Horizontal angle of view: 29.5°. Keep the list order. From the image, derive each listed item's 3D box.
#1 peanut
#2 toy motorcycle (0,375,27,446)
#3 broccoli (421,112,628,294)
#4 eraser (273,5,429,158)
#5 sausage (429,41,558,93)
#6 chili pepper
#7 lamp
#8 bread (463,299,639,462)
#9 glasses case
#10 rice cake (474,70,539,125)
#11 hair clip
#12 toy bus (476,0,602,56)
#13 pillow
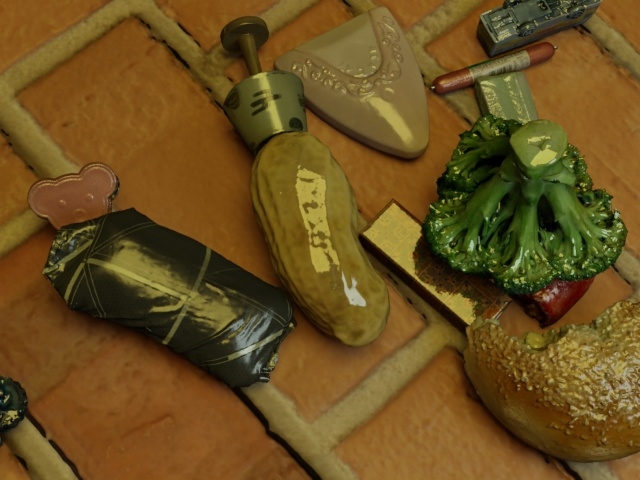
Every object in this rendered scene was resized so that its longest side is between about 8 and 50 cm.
[{"bbox_3d":[0.000,0.000,1.632,0.147,0.147,0.305,-16,76,-13],"label":"peanut"},{"bbox_3d":[-0.497,0.247,1.495,0.204,0.108,0.239,25,41,-1],"label":"toy motorcycle"},{"bbox_3d":[0.278,-0.057,1.602,0.269,0.269,0.254,16,65,0],"label":"broccoli"},{"bbox_3d":[0.080,-0.224,1.789,0.204,0.059,0.243,-30,69,-18],"label":"eraser"},{"bbox_3d":[0.264,-0.262,1.846,0.223,0.029,0.029,-19,70,-15],"label":"sausage"},{"bbox_3d":[0.334,0.056,1.698,0.073,0.070,0.123,34,68,26],"label":"chili pepper"},{"bbox_3d":[-0.086,-0.218,1.736,0.121,0.121,0.214,-12,64,-12],"label":"lamp"},{"bbox_3d":[0.350,0.189,1.586,0.314,0.171,0.192,0,63,-6],"label":"bread"},{"bbox_3d":[0.157,0.042,1.691,0.218,0.049,0.075,41,74,11],"label":"glasses case"},{"bbox_3d":[0.295,-0.146,1.793,0.080,0.042,0.221,-9,68,-15],"label":"rice cake"},{"bbox_3d":[-0.321,-0.022,1.631,0.123,0.102,0.138,-12,69,-10],"label":"hair clip"},{"bbox_3d":[0.334,-0.342,1.864,0.191,0.075,0.064,-21,69,-14],"label":"toy bus"},{"bbox_3d":[-0.195,0.069,1.596,0.335,0.092,0.161,29,63,-7],"label":"pillow"}]
